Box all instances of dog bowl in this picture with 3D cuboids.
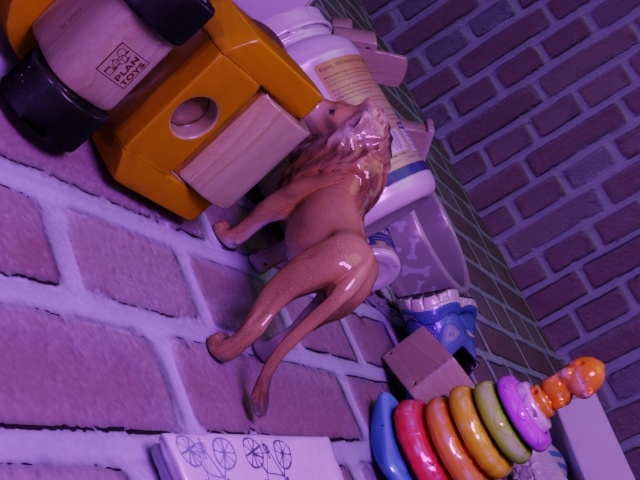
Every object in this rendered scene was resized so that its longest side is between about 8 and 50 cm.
[{"bbox_3d":[0.185,-0.016,1.814,0.349,0.102,0.348,53,20,-29],"label":"dog bowl"}]

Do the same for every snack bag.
[{"bbox_3d":[0.001,0.328,0.797,0.323,0.037,0.342,28,34,-61],"label":"snack bag"}]

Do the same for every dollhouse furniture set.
[{"bbox_3d":[0.086,-0.265,1.589,0.198,0.286,0.303,11,35,-7],"label":"dollhouse furniture set"}]

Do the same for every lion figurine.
[{"bbox_3d":[0.000,0.000,1.029,0.142,0.240,0.392,46,21,-37],"label":"lion figurine"}]

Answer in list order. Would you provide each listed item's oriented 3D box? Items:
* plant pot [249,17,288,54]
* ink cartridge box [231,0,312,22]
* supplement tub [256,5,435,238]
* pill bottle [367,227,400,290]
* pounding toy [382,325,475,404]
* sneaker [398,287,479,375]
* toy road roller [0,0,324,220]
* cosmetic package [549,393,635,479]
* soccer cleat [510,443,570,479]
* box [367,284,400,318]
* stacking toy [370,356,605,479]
[{"bbox_3d":[-0.146,-0.209,1.152,0.167,0.167,0.165,60,23,7],"label":"plant pot"},{"bbox_3d":[-0.112,-0.567,1.778,0.285,0.166,0.395,40,19,-8],"label":"ink cartridge box"},{"bbox_3d":[-0.004,-0.150,1.313,0.316,0.228,0.228,60,16,6],"label":"supplement tub"},{"bbox_3d":[0.067,-0.006,1.505,0.094,0.094,0.169,43,22,-43],"label":"pill bottle"},{"bbox_3d":[0.197,0.253,1.345,0.181,0.094,0.206,53,-2,-22],"label":"pounding toy"},{"bbox_3d":[0.211,0.173,1.606,0.330,0.130,0.147,22,59,-70],"label":"sneaker"},{"bbox_3d":[-0.178,-0.197,0.955,0.329,0.202,0.240,35,17,-51],"label":"toy road roller"},{"bbox_3d":[0.536,0.496,1.787,0.377,0.097,0.284,-97,179,-55],"label":"cosmetic package"},{"bbox_3d":[0.390,0.445,1.638,0.143,0.116,0.331,48,11,-5],"label":"soccer cleat"},{"bbox_3d":[0.089,0.058,1.573,0.094,0.027,0.137,41,23,-44],"label":"box"},{"bbox_3d":[0.229,0.233,1.169,0.165,0.302,0.175,52,16,-21],"label":"stacking toy"}]
